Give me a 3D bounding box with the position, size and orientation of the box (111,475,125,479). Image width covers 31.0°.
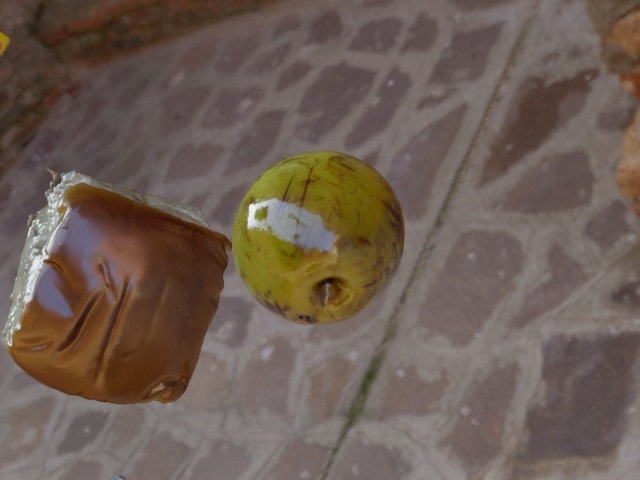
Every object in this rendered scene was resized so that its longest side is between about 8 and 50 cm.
[{"bbox_3d":[-0.337,0.499,1.614,0.262,0.206,0.291,-36,3,24],"label":"box"}]

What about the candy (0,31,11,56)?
[{"bbox_3d":[-0.610,-0.317,1.690,0.088,0.276,0.146,6,66,51],"label":"candy"}]

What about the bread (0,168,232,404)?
[{"bbox_3d":[-0.262,0.064,1.484,0.225,0.250,0.278,5,77,67],"label":"bread"}]

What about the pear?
[{"bbox_3d":[0.000,0.000,1.787,0.284,0.283,0.283,-31,34,24],"label":"pear"}]
